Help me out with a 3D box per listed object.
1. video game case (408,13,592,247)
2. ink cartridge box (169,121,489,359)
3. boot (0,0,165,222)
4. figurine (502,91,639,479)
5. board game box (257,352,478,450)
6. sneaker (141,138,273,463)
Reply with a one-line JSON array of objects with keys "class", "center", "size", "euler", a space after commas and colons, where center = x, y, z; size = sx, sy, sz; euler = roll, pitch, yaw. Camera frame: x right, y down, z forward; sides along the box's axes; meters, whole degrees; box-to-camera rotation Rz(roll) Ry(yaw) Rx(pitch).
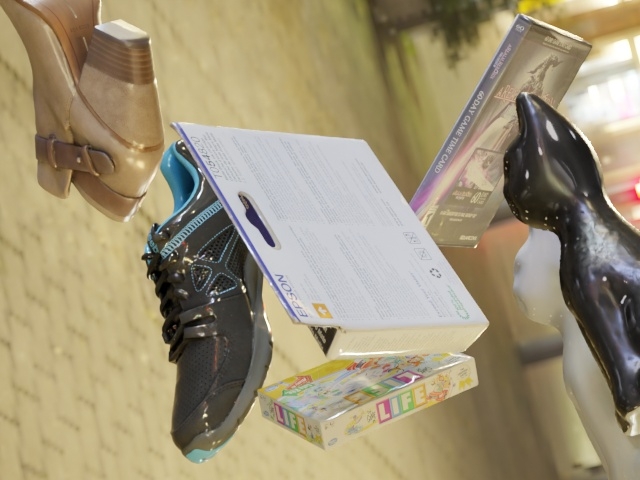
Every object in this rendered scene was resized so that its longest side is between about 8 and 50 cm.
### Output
[{"class": "video game case", "center": [0.194, -0.114, 1.805], "size": [0.026, 0.274, 0.196], "euler": [36, 15, 24]}, {"class": "ink cartridge box", "center": [0.000, 0.000, 1.310], "size": [0.224, 0.045, 0.223], "euler": [4, 44, -44]}, {"class": "boot", "center": [-0.111, -0.064, 0.700], "size": [0.118, 0.042, 0.087], "euler": [37, -53, 36]}, {"class": "figurine", "center": [0.175, 0.038, 1.003], "size": [0.215, 0.092, 0.209], "euler": [75, -11, -60]}, {"class": "board game box", "center": [0.039, 0.123, 1.355], "size": [0.103, 0.154, 0.026], "euler": [18, -57, 56]}, {"class": "sneaker", "center": [-0.120, 0.055, 1.596], "size": [0.139, 0.125, 0.341], "euler": [22, 54, -22]}]
